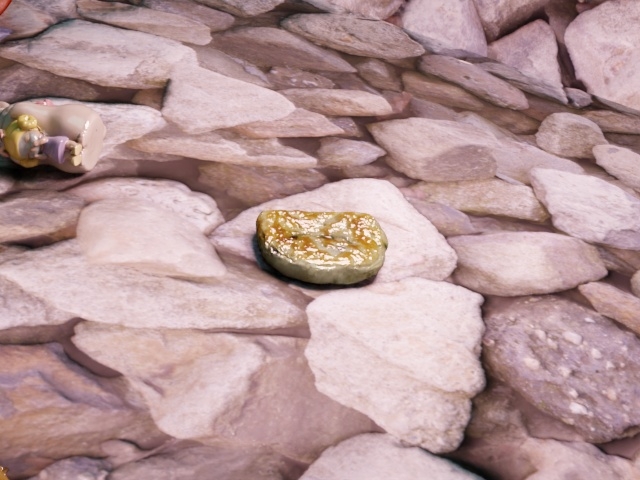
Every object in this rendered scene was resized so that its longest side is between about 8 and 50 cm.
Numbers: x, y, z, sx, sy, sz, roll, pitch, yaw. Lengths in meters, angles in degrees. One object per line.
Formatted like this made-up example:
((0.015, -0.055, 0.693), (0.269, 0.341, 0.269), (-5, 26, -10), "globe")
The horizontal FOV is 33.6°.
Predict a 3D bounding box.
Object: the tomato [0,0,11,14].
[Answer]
((-0.848, -0.557, 2.386), (0.338, 0.144, 0.338), (12, 24, -5), "tomato")

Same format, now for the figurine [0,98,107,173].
((-0.515, -0.190, 1.879), (0.235, 0.127, 0.155), (10, 38, 7), "figurine")

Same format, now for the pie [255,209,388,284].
((0.000, 0.000, 1.796), (0.240, 0.054, 0.240), (8, 30, -5), "pie")

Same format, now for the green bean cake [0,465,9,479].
((-0.389, 0.299, 1.012), (0.224, 0.131, 0.229), (30, 34, 27), "green bean cake")
